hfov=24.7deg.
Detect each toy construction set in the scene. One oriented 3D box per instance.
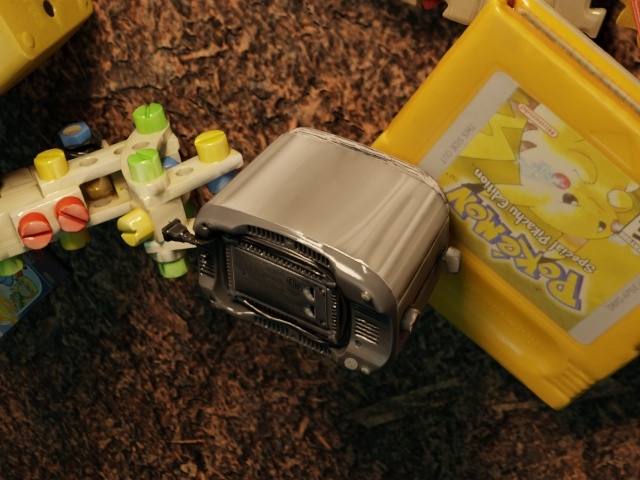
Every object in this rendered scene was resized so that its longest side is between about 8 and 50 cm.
[{"bbox_3d":[-0.234,-0.027,1.321,0.215,0.328,0.151,-130,37,-56],"label":"toy construction set"}]

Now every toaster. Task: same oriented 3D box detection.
[{"bbox_3d":[0.000,0.000,1.211,0.227,0.146,0.129,22,139,23],"label":"toaster"}]

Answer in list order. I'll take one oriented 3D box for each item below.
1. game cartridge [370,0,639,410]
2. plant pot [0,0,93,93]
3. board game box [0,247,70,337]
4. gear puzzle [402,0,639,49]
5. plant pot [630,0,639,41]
[{"bbox_3d":[0.177,-0.019,1.195,0.285,0.052,0.323,40,141,1],"label":"game cartridge"},{"bbox_3d":[-0.333,-0.210,1.307,0.187,0.212,0.212,-21,109,26],"label":"plant pot"},{"bbox_3d":[-0.379,0.000,1.577,0.201,0.035,0.136,46,132,-5],"label":"board game box"},{"bbox_3d":[0.151,-0.236,1.106,0.339,0.044,0.175,23,128,12],"label":"gear puzzle"},{"bbox_3d":[0.279,-0.273,0.861,0.236,0.267,0.267,-11,116,13],"label":"plant pot"}]
